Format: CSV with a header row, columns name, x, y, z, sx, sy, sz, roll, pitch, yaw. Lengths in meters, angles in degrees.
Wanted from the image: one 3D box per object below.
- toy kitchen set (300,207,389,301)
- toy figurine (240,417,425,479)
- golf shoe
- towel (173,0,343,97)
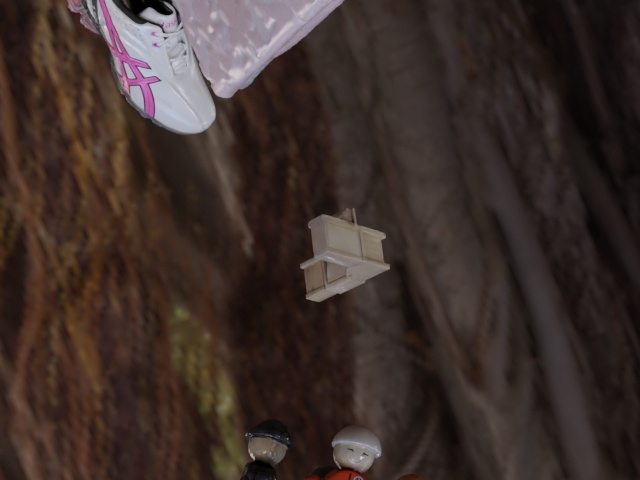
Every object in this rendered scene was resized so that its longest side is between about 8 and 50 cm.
name,x,y,z,sx,sy,sz,roll,pitch,yaw
toy kitchen set,0.000,0.000,1.475,0.075,0.068,0.083,16,147,-43
toy figurine,0.015,0.313,2.171,0.213,0.148,0.209,-4,152,38
golf shoe,-0.145,-0.168,1.524,0.067,0.186,0.086,-46,-158,-28
towel,-0.090,-0.335,1.695,0.053,0.332,0.317,-23,173,-30
